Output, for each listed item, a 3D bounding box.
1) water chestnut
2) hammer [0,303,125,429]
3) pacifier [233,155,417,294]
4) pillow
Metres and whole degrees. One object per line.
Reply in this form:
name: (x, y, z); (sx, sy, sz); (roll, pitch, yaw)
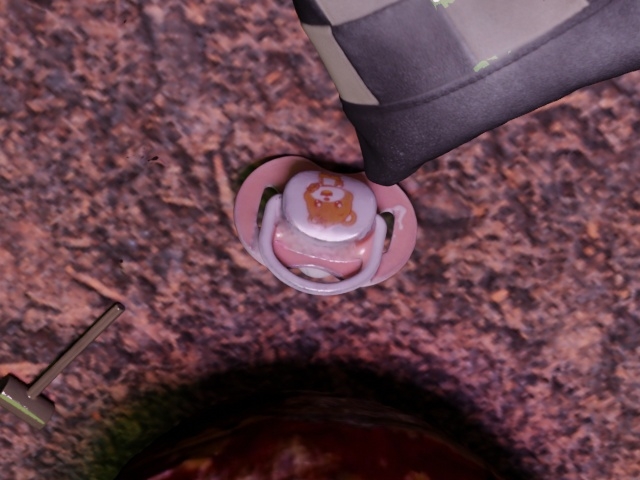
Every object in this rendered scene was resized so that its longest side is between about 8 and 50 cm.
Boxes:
water chestnut: (-0.001, 0.262, 0.912); (0.335, 0.347, 0.335); (-1, 119, -1)
hammer: (-0.153, 0.072, 0.992); (0.035, 0.019, 0.110); (38, 117, -18)
pacifier: (0.000, 0.000, 0.887); (0.099, 0.081, 0.078); (13, 154, -1)
pillow: (0.046, -0.156, 0.740); (0.186, 0.106, 0.250); (-22, 116, 22)
